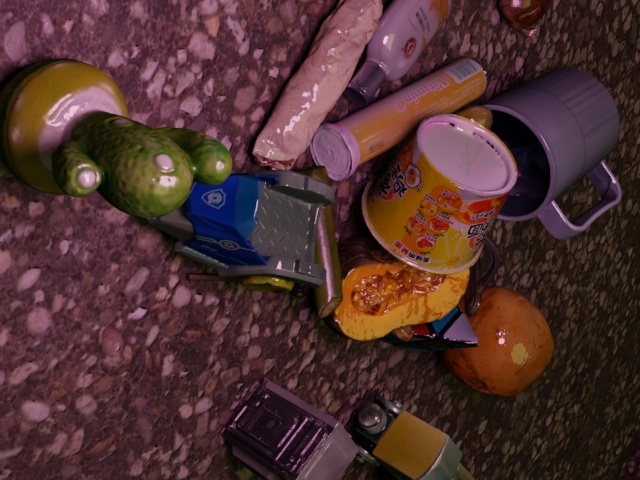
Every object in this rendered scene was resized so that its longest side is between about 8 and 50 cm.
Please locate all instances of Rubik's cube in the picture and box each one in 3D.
[{"bbox_3d":[0.178,0.201,2.061,0.249,0.284,0.234,-21,149,-12],"label":"Rubik's cube"}]

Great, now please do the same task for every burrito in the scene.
[{"bbox_3d":[0.006,-0.289,1.638,0.392,0.076,0.117,-59,153,-7],"label":"burrito"}]

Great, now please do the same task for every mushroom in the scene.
[{"bbox_3d":[0.441,-0.507,2.015,0.135,0.080,0.171,-39,131,-16],"label":"mushroom"}]

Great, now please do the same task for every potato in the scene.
[{"bbox_3d":[0.283,-0.210,1.939,0.105,0.085,0.188,-5,148,-21],"label":"potato"}]

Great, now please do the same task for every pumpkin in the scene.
[{"bbox_3d":[0.138,0.101,1.865,0.317,0.139,0.222,-18,117,-25],"label":"pumpkin"}]

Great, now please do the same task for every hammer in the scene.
[{"bbox_3d":[-0.127,0.072,1.698,0.292,0.029,0.058,5,102,-47],"label":"hammer"}]

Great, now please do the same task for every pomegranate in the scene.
[{"bbox_3d":[0.413,0.229,2.190,0.264,0.264,0.264,-23,124,-40],"label":"pomegranate"}]

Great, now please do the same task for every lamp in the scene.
[{"bbox_3d":[0.325,-0.003,2.082,0.124,0.203,0.283,-22,123,15],"label":"lamp"}]

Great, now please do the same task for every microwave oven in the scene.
[{"bbox_3d":[-0.061,0.379,1.768,0.162,0.208,0.122,-50,137,-20],"label":"microwave oven"}]

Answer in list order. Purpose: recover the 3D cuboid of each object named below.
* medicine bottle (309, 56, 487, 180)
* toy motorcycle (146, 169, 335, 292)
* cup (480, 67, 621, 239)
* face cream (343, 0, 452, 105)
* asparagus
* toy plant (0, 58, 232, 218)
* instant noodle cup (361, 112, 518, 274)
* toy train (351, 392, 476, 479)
[{"bbox_3d":[0.164,-0.243,1.808,0.426,0.108,0.108,-31,128,-36],"label":"medicine bottle"},{"bbox_3d":[-0.118,-0.036,1.504,0.326,0.199,0.191,18,73,-45],"label":"toy motorcycle"},{"bbox_3d":[0.499,-0.202,2.035,0.311,0.331,0.257,-32,147,-38],"label":"cup"},{"bbox_3d":[0.143,-0.375,1.746,0.291,0.071,0.144,-53,148,-17],"label":"face cream"},{"bbox_3d":[0.000,0.000,1.680,0.067,0.060,0.278,-7,82,-26],"label":"asparagus"},{"bbox_3d":[-0.278,-0.121,1.211,0.224,0.315,0.185,-17,120,-45],"label":"toy plant"},{"bbox_3d":[0.232,-0.094,1.754,0.264,0.264,0.200,-24,156,-39],"label":"instant noodle cup"},{"bbox_3d":[0.223,0.505,2.112,0.160,0.253,0.397,-52,137,-15],"label":"toy train"}]
